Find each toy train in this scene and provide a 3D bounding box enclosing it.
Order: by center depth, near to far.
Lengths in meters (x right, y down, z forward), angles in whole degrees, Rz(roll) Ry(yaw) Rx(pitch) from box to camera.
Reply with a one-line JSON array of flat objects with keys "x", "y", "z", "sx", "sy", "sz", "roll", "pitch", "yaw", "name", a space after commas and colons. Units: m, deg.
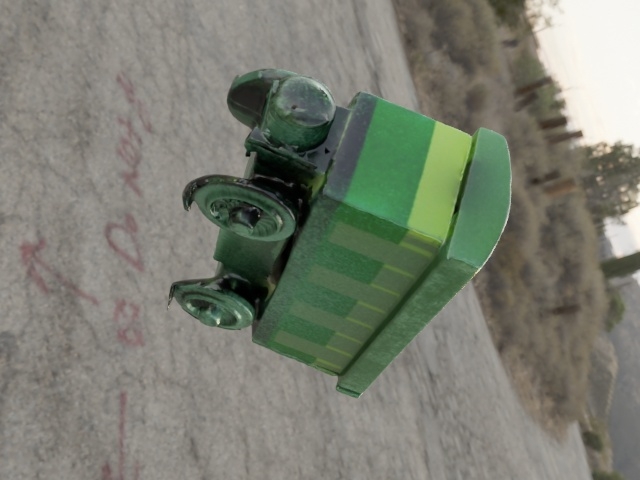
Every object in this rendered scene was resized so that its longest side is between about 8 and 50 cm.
[{"x": 0.000, "y": 0.000, "z": 0.584, "sx": 0.301, "sy": 0.202, "sz": 0.120, "roll": 116, "pitch": -5, "yaw": -59, "name": "toy train"}]
